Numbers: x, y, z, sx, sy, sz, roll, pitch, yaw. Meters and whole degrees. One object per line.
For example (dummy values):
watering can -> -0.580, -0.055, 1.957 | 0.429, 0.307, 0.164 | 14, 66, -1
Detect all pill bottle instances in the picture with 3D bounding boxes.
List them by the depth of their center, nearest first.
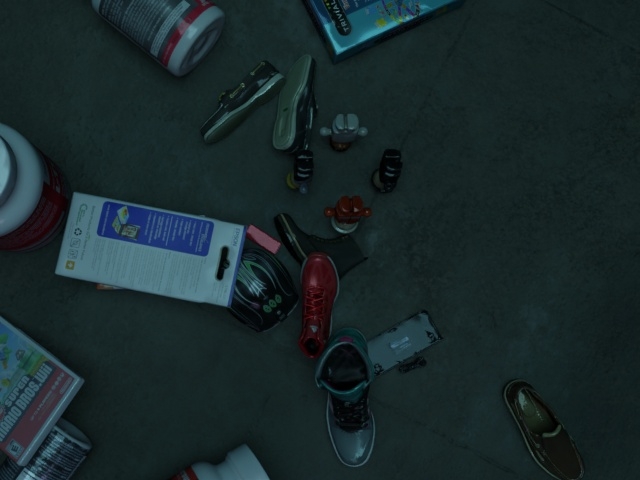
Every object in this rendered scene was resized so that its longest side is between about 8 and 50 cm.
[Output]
pill bottle -> -0.636, -0.104, 1.711 | 0.229, 0.407, 0.229 | 0, 84, -5
pill bottle -> -0.264, 0.575, 1.759 | 0.363, 0.210, 0.210 | -30, 87, -15
pill bottle -> -0.589, 0.482, 1.791 | 0.130, 0.130, 0.245 | 37, 83, 0
pill bottle -> -0.376, -0.515, 1.893 | 0.318, 0.176, 0.176 | 39, 82, 0

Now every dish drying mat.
dish drying mat -> -0.127, -0.003, 1.941 | 0.083, 0.008, 0.032 | 32, 83, -1

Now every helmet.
helmet -> -0.140, 0.097, 1.861 | 0.169, 0.169, 0.161 | -41, 105, -7

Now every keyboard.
keyboard -> 0.181, 0.240, 1.933 | 0.180, 0.023, 0.108 | -29, 80, -6

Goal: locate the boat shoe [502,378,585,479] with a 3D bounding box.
boat shoe -> 0.485, 0.418, 1.898 | 0.095, 0.095, 0.257 | -37, 88, -7

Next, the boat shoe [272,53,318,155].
boat shoe -> -0.045, -0.299, 1.957 | 0.079, 0.084, 0.233 | 21, 73, -38

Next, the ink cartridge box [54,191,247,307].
ink cartridge box -> -0.346, 0.021, 1.818 | 0.371, 0.069, 0.176 | 11, 83, 4

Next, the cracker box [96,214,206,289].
cracker box -> -0.359, 0.027, 1.890 | 0.232, 0.067, 0.156 | -2, 84, -5

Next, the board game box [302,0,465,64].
board game box -> 0.126, -0.586, 1.989 | 0.336, 0.079, 0.254 | -26, 86, -6

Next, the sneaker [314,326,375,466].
sneaker -> 0.058, 0.328, 1.824 | 0.124, 0.178, 0.295 | -5, 84, 9

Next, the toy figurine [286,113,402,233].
toy figurine -> 0.053, -0.146, 1.899 | 0.209, 0.148, 0.213 | 40, 75, 7

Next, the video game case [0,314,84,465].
video game case -> -0.637, 0.296, 1.796 | 0.285, 0.025, 0.204 | 29, 80, 27

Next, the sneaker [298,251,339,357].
sneaker -> -0.004, 0.144, 1.836 | 0.087, 0.128, 0.221 | -2, 111, 3

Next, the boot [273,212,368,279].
boot -> 0.000, 0.000, 1.926 | 0.137, 0.077, 0.198 | -34, 100, -12

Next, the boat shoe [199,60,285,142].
boat shoe -> -0.182, -0.305, 1.937 | 0.228, 0.081, 0.068 | -41, 80, -10
